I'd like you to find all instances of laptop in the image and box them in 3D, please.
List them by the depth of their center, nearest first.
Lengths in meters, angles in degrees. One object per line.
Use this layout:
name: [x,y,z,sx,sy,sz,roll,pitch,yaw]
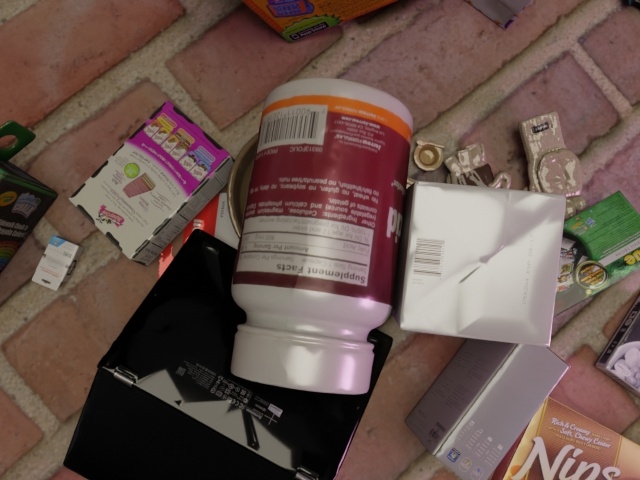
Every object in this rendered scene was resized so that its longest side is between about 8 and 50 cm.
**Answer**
laptop: [-0.155,0.270,0.845,0.382,0.236,0.408,30,63,-2]

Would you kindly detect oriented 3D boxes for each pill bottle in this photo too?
pill bottle: [0.000,0.000,0.714,0.224,0.224,0.392,9,81,-3]

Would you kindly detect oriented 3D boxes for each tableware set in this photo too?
tableware set: [0.151,-0.129,0.924,0.141,0.020,0.168,17,85,-2]

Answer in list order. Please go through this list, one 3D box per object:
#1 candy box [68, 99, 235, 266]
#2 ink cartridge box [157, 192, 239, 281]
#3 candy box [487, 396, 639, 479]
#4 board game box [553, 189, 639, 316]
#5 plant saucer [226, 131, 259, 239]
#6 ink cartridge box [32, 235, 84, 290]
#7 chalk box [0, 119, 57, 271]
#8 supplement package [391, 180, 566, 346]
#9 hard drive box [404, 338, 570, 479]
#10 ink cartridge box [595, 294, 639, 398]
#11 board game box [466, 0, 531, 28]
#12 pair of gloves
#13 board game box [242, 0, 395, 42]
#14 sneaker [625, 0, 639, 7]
candy box: [-0.275,-0.095,0.853,0.159,0.071,0.233,42,83,13]
ink cartridge box: [-0.164,0.004,0.877,0.225,0.056,0.181,7,85,-5]
candy box: [0.459,0.407,0.871,0.316,0.087,0.183,28,84,-1]
board game box: [0.452,0.032,0.893,0.260,0.030,0.136,-29,68,2]
plant saucer: [-0.019,-0.068,0.854,0.278,0.041,0.278,2,82,-15]
ink cartridge box: [-0.447,0.039,0.865,0.048,0.028,0.083,24,84,-2]
chalk box: [-0.566,-0.070,0.791,0.179,0.180,0.289,32,83,-1]
supplement package: [0.213,0.028,0.777,0.198,0.263,0.199,6,91,3]
hard drive box: [0.258,0.253,0.823,0.089,0.181,0.232,39,85,-1]
ink cartridge box: [0.643,0.204,0.922,0.206,0.045,0.208,36,83,0]
board game box: [0.382,-0.556,0.912,0.144,0.142,0.275,37,84,0]
pair of gloves: [0.353,-0.101,0.924,0.240,0.042,0.204,-25,92,0]
board game box: [0.005,-0.570,0.724,0.356,0.356,0.356,-14,87,19]
sneaker: [0.612,-0.526,0.943,0.121,0.108,0.302,-36,90,-10]
